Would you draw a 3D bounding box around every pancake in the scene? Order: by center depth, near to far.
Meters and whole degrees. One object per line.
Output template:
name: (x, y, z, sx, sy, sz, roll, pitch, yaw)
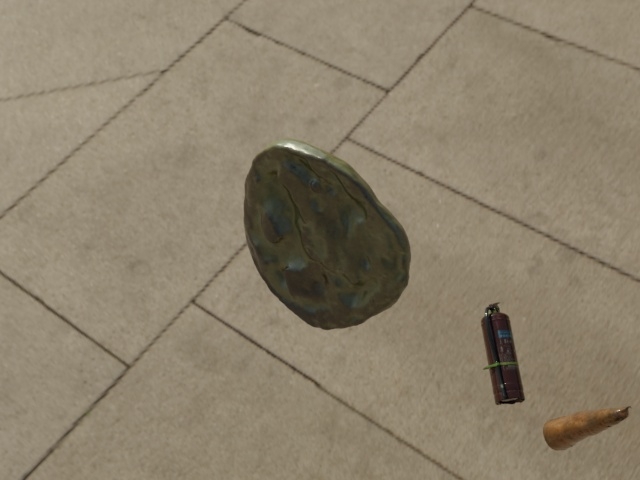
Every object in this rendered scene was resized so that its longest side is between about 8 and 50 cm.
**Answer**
pancake: (0.000, 0.000, 1.197, 0.295, 0.294, 0.049, 26, 42, 24)

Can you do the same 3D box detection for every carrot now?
carrot: (0.436, 0.300, 1.409, 0.057, 0.224, 0.057, 5, 69, -13)

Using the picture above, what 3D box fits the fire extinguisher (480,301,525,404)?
fire extinguisher: (0.218, 0.133, 1.056, 0.039, 0.056, 0.132, -21, 62, 30)
